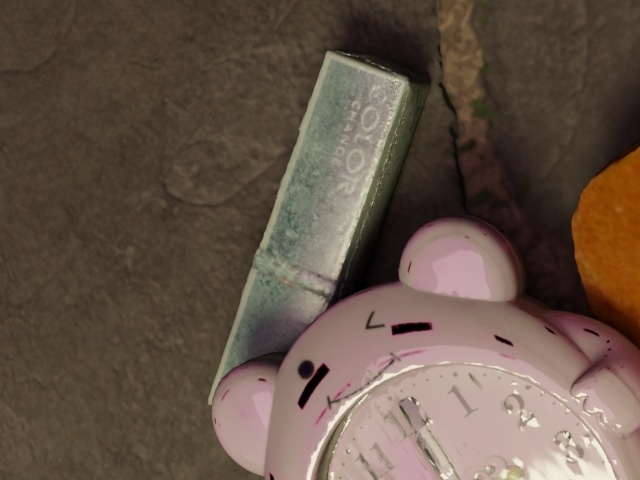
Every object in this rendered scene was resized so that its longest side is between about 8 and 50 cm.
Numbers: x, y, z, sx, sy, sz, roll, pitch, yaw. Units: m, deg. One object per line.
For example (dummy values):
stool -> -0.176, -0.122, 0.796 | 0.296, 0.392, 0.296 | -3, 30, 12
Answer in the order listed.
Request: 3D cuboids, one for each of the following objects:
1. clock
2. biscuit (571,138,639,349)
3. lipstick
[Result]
clock -> 0.098, 0.168, 0.821 | 0.295, 0.113, 0.322 | -37, 81, 16
biscuit -> 0.320, 0.039, 0.692 | 0.350, 0.078, 0.455 | 54, 147, 14
lipstick -> 0.000, 0.000, 0.928 | 0.077, 0.076, 0.289 | 24, 104, 18
